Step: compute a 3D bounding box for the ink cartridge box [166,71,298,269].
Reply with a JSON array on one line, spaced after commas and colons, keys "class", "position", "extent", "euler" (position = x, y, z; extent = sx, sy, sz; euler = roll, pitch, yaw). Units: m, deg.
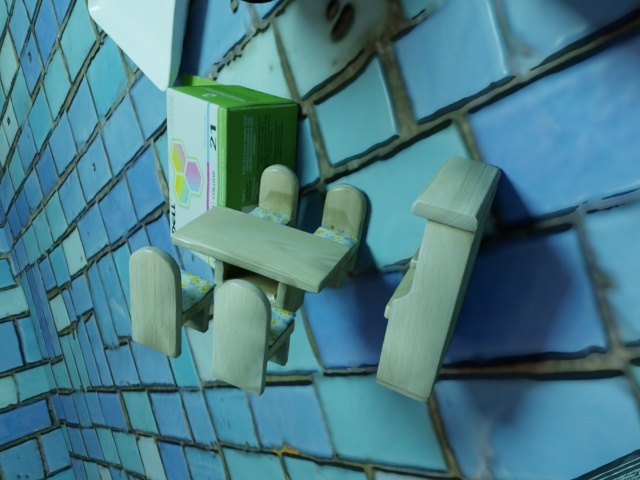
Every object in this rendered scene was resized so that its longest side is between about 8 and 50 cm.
[{"class": "ink cartridge box", "position": [-0.145, -0.095, 0.684], "extent": [0.255, 0.097, 0.188], "euler": [27, 122, 42]}]

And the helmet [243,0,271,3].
[{"class": "helmet", "position": [-0.043, -0.287, 0.444], "extent": [0.162, 0.169, 0.169], "euler": [-3, 100, 34]}]

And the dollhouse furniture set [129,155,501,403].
[{"class": "dollhouse furniture set", "position": [0.000, 0.000, 0.457], "extent": [0.242, 0.212, 0.161], "euler": [18, 120, 17]}]

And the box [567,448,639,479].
[{"class": "box", "position": [0.187, 0.201, 0.219], "extent": [0.182, 0.294, 0.296], "euler": [56, 139, 22]}]

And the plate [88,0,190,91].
[{"class": "plate", "position": [-0.236, -0.383, 0.740], "extent": [0.277, 0.045, 0.278], "euler": [45, 133, 31]}]
